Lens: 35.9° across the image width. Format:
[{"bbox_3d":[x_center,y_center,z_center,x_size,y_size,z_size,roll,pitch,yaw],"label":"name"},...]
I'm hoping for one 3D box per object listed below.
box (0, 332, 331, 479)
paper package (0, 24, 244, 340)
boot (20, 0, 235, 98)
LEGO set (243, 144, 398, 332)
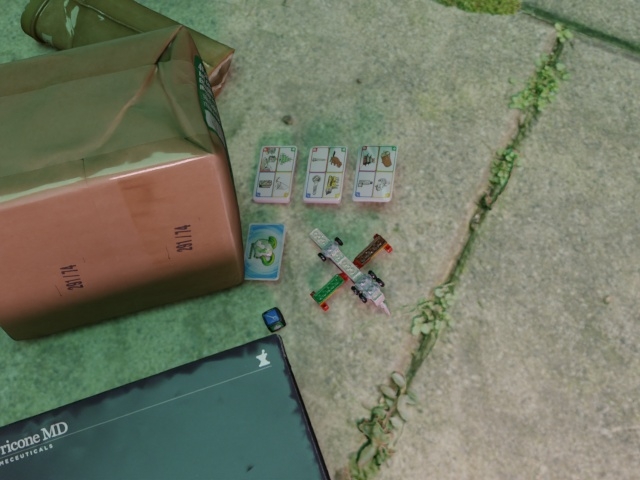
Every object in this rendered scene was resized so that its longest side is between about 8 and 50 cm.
[{"bbox_3d":[-0.147,0.310,1.018,0.343,0.179,0.312,-18,70,-5],"label":"box"},{"bbox_3d":[-0.248,-0.048,1.082,0.309,0.325,0.168,-14,64,-4],"label":"paper package"},{"bbox_3d":[-0.228,-0.298,1.316,0.269,0.089,0.236,30,83,13],"label":"boot"},{"bbox_3d":[0.000,0.000,1.218,0.182,0.060,0.244,1,67,16],"label":"LEGO set"}]
